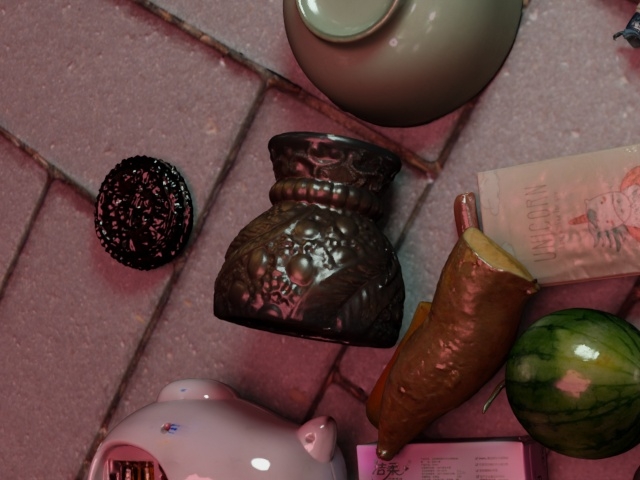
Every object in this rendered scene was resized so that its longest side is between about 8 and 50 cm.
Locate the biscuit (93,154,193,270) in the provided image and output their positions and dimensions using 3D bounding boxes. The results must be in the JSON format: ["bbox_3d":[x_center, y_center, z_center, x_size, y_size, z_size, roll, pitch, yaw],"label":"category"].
[{"bbox_3d":[-0.292,-0.046,1.833,0.195,0.053,0.194,-2,85,30],"label":"biscuit"}]

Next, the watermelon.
[{"bbox_3d":[0.318,0.176,1.380,0.215,0.188,0.188,-7,83,50],"label":"watermelon"}]

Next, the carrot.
[{"bbox_3d":[0.133,0.181,1.548,0.087,0.087,0.193,34,101,28],"label":"carrot"}]

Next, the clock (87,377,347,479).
[{"bbox_3d":[-0.148,0.384,1.605,0.377,0.251,0.368,-6,84,31],"label":"clock"}]

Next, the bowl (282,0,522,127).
[{"bbox_3d":[0.083,-0.342,1.550,0.354,0.185,0.353,-2,86,31],"label":"bowl"}]

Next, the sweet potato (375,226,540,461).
[{"bbox_3d":[0.169,0.154,1.447,0.131,0.131,0.336,35,111,28],"label":"sweet potato"}]

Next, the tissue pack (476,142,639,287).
[{"bbox_3d":[0.365,-0.034,1.427,0.325,0.071,0.170,-9,86,30],"label":"tissue pack"}]

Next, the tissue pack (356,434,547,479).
[{"bbox_3d":[0.180,0.338,1.502,0.246,0.092,0.148,-7,84,30],"label":"tissue pack"}]

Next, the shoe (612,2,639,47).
[{"bbox_3d":[0.434,-0.237,1.404,0.071,0.064,0.143,-44,64,20],"label":"shoe"}]

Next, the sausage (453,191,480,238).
[{"bbox_3d":[0.211,0.005,1.541,0.030,0.035,0.147,-27,70,61],"label":"sausage"}]

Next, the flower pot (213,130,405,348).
[{"bbox_3d":[0.000,0.000,1.553,0.267,0.267,0.267,6,79,31],"label":"flower pot"}]

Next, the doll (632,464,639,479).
[{"bbox_3d":[0.471,0.288,1.316,0.182,0.117,0.257,47,115,2],"label":"doll"}]
